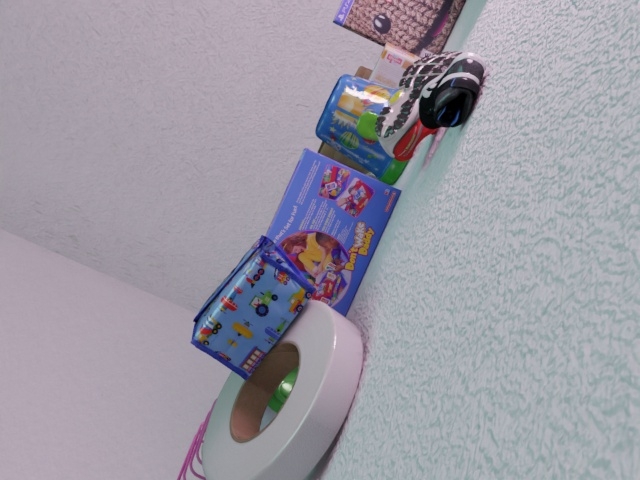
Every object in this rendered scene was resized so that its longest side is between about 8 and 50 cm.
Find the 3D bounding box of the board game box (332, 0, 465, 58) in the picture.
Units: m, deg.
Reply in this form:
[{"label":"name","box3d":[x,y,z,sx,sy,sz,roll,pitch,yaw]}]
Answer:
[{"label":"board game box","box3d":[0.210,-0.621,2.261,0.141,0.291,0.232,-90,24,-78]}]

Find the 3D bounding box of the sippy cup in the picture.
[{"label":"sippy cup","box3d":[0.116,-0.281,2.057,0.305,0.224,0.240,126,166,-64]}]

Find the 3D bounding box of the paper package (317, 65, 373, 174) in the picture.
[{"label":"paper package","box3d":[0.108,-0.321,2.640,0.309,0.168,0.325,-69,5,-47]}]

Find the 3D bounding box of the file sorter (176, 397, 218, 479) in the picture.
[{"label":"file sorter","box3d":[-0.230,0.535,2.090,0.290,0.182,0.202,120,172,-48]}]

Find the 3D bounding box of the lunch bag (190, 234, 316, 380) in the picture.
[{"label":"lunch bag","box3d":[-0.150,0.111,1.730,0.221,0.138,0.293,-52,17,3]}]

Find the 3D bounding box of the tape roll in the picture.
[{"label":"tape roll","box3d":[-0.077,0.291,1.576,0.392,0.072,0.392,-43,25,26]}]

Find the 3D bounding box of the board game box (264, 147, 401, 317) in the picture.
[{"label":"board game box","box3d":[0.000,0.000,1.908,0.078,0.233,0.347,-153,88,-84]}]

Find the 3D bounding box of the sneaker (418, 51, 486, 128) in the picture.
[{"label":"sneaker","box3d":[0.224,-0.243,1.590,0.217,0.079,0.121,124,169,-60]}]

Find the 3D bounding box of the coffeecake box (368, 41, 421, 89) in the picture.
[{"label":"coffeecake box","box3d":[0.194,-0.395,2.228,0.068,0.142,0.185,-76,12,-61]}]

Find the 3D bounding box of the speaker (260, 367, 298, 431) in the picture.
[{"label":"speaker","box3d":[-0.108,0.386,1.863,0.296,0.131,0.131,119,173,-46]}]

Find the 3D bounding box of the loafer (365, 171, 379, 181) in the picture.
[{"label":"loafer","box3d":[0.142,-0.169,2.333,0.039,0.045,0.125,-50,7,-17]}]

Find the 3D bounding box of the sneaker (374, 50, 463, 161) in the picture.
[{"label":"sneaker","box3d":[0.212,-0.279,1.782,0.107,0.118,0.279,19,64,45]}]
